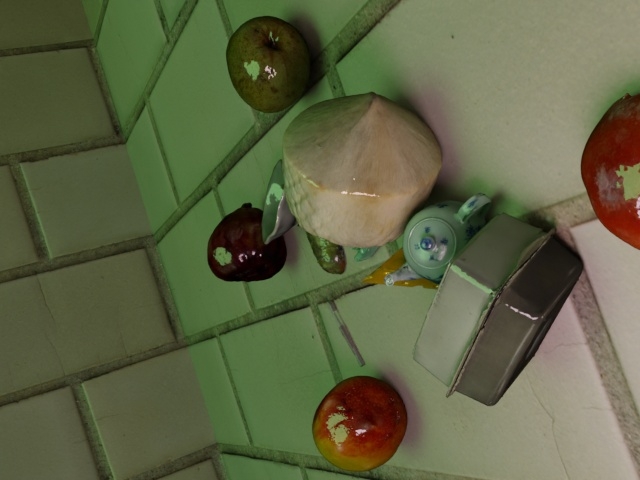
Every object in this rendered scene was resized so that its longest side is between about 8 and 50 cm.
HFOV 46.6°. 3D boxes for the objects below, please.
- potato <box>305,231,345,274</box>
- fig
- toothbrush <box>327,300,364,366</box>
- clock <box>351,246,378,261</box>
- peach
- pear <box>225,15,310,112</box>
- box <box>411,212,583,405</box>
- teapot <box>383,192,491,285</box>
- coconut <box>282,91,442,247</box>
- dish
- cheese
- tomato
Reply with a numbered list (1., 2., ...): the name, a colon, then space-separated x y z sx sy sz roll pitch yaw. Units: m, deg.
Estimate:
1. potato: 0.000 0.000 1.892 0.119 0.054 0.197 -31 76 66
2. fig: -0.206 0.014 2.115 0.263 0.224 0.224 -68 -22 -62
3. toothbrush: 0.065 0.241 1.936 0.194 0.017 0.014 63 151 22
4. clock: 0.085 -0.025 1.719 0.135 0.041 0.101 64 152 21
5. peach: 0.091 0.432 1.757 0.231 0.231 0.231 40 138 49
6. pear: -0.120 -0.420 1.736 0.211 0.188 0.228 -42 64 64
7. box: 0.284 0.117 1.211 0.166 0.220 0.290 34 138 22
8. teapot: 0.215 0.003 1.320 0.232 0.159 0.159 -45 57 21
9. coconut: 0.077 -0.144 1.400 0.329 0.329 0.328 40 138 49
10. dish: -0.091 -0.096 1.954 0.229 0.081 0.229 -171 90 -75
11. cheese: 0.169 0.050 1.450 0.093 0.171 0.126 -40 68 62
12. tomato: 0.420 -0.085 0.956 0.228 0.112 0.199 54 146 30
